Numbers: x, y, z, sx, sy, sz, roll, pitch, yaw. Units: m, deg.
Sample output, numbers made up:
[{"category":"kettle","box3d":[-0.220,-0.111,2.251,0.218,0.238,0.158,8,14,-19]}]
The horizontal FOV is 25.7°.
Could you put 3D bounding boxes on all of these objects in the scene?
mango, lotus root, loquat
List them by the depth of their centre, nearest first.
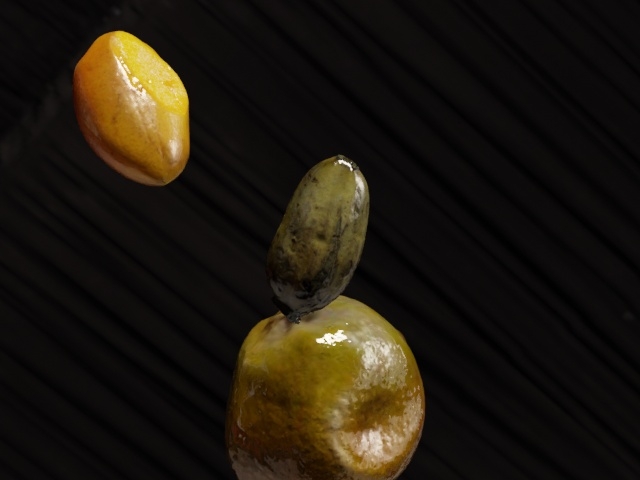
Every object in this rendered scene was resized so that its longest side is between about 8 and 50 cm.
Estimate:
[{"category":"lotus root","box3d":[0.000,0.000,1.437,0.080,0.089,0.179,-11,-56,-80]},{"category":"mango","box3d":[-0.228,-0.152,1.712,0.102,0.141,0.217,-46,58,33]},{"category":"loquat","box3d":[-0.004,0.218,1.860,0.276,0.283,0.276,-12,18,4]}]
